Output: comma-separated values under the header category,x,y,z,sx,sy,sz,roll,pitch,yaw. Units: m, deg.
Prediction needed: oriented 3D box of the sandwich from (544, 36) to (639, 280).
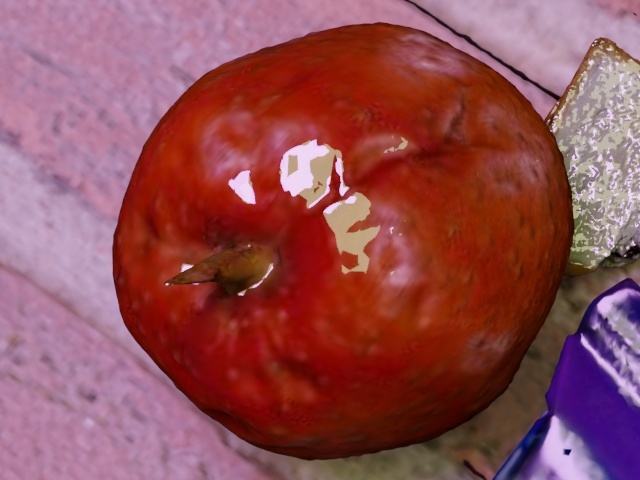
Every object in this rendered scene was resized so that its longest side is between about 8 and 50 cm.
category,x,y,z,sx,sy,sz,roll,pitch,yaw
sandwich,0.131,-0.023,0.847,0.093,0.036,0.105,34,85,8

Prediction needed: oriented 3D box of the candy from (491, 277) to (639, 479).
category,x,y,z,sx,sy,sz,roll,pitch,yaw
candy,0.082,0.160,0.777,0.145,0.070,0.275,47,106,22

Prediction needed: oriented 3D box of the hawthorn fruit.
category,x,y,z,sx,sy,sz,roll,pitch,yaw
hawthorn fruit,0.000,0.000,0.768,0.179,0.200,0.179,0,90,28
